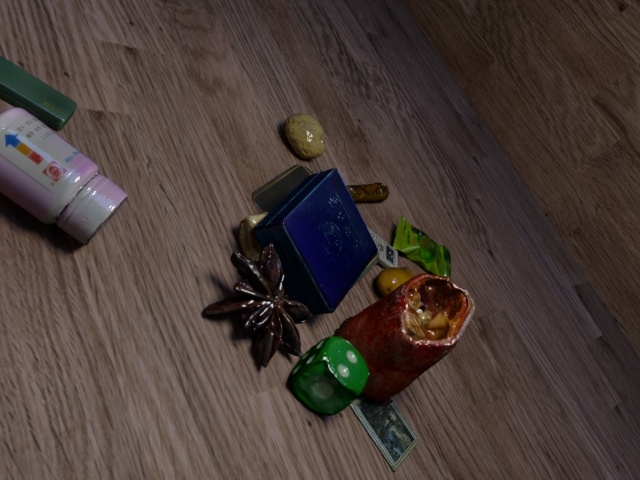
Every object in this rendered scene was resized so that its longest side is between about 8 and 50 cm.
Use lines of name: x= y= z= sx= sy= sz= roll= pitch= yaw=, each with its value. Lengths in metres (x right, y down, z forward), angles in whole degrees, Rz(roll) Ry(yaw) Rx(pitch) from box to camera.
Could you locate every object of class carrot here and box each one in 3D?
carrot: x=0.150 y=-0.157 z=1.869 sx=0.229 sy=0.069 sz=0.068 roll=-9 pitch=65 yaw=-49

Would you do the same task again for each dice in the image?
dice: x=0.020 y=0.297 z=1.258 sx=0.131 sy=0.128 sz=0.120 roll=43 pitch=34 yaw=-6

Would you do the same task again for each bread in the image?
bread: x=-0.147 y=-0.007 z=1.400 sx=0.106 sy=0.082 sz=0.125 roll=-10 pitch=83 yaw=-40

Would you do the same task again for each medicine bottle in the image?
medicine bottle: x=-0.503 y=-0.115 z=1.063 sx=0.255 sy=0.152 sz=0.152 roll=39 pitch=37 yaw=-15

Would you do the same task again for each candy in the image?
candy: x=0.334 y=0.026 z=1.886 sx=0.246 sy=0.069 sz=0.149 roll=35 pitch=43 yaw=-27

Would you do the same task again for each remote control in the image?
remote control: x=0.168 y=0.020 z=1.727 sx=0.190 sy=0.029 sz=0.087 roll=37 pitch=41 yaw=-29

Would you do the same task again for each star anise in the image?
star anise: x=-0.122 y=0.143 z=1.262 sx=0.282 sy=0.129 sz=0.212 roll=52 pitch=41 yaw=-11

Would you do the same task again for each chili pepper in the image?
chili pepper: x=0.186 y=0.216 z=1.354 sx=0.229 sy=0.305 sz=0.251 roll=46 pitch=43 yaw=10

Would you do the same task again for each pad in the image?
pad: x=0.028 y=-0.064 z=1.593 sx=0.375 sy=0.063 sz=0.315 roll=49 pitch=49 yaw=-1

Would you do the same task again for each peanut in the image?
peanut: x=-0.045 y=-0.327 z=1.772 sx=0.159 sy=0.109 sz=0.141 roll=54 pitch=36 yaw=9

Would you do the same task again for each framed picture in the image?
framed picture: x=0.159 y=0.441 z=1.373 sx=0.183 sy=0.011 sz=0.142 roll=55 pitch=36 yaw=9

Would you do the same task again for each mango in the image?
mango: x=0.227 y=0.124 z=1.675 sx=0.102 sy=0.085 sz=0.184 roll=57 pitch=26 yaw=14

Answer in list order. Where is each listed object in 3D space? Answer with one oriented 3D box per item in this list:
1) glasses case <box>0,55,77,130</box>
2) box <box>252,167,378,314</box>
glasses case: x=-0.622 y=-0.314 z=1.211 sx=0.184 sy=0.039 sz=0.077 roll=32 pitch=39 yaw=-22
box: x=0.000 y=0.000 z=1.417 sx=0.261 sy=0.116 sz=0.279 roll=61 pitch=41 yaw=-19
